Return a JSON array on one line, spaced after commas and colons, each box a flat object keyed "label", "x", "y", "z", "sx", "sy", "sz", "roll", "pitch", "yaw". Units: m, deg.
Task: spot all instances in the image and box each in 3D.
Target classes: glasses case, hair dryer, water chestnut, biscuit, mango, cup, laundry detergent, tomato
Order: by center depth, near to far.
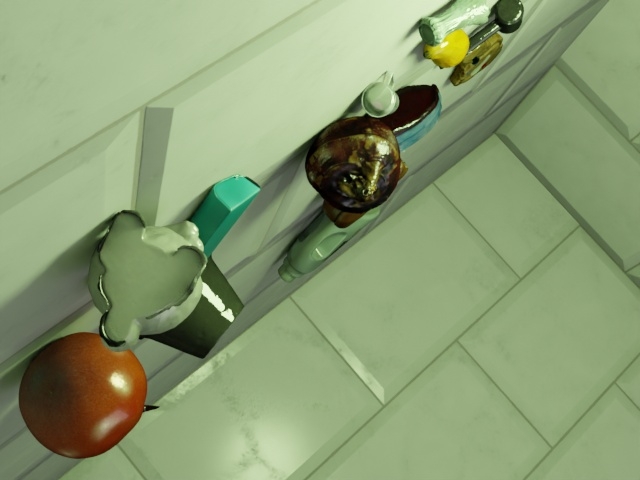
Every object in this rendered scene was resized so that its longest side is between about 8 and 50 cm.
[{"label": "tomato", "x": -0.480, "y": 0.311, "z": 1.719, "sx": 0.256, "sy": 0.256, "sz": 0.224, "roll": -42, "pitch": 156, "yaw": 6}, {"label": "glasses case", "x": -0.241, "y": -0.015, "z": 1.734, "sx": 0.301, "sy": 0.070, "sz": 0.117, "roll": -50, "pitch": 175, "yaw": 38}, {"label": "cup", "x": 0.142, "y": -0.326, "z": 1.887, "sx": 0.116, "sy": 0.074, "sz": 0.104, "roll": -27, "pitch": 136, "yaw": -74}, {"label": "water chestnut", "x": 0.074, "y": -0.159, "z": 1.891, "sx": 0.223, "sy": 0.238, "sz": 0.224, "roll": -7, "pitch": 137, "yaw": -6}, {"label": "mango", "x": 0.286, "y": -0.437, "z": 1.914, "sx": 0.098, "sy": 0.075, "sz": 0.190, "roll": -50, "pitch": 163, "yaw": 22}, {"label": "hair dryer", "x": 0.396, "y": -0.513, "z": 2.122, "sx": 0.248, "sy": 0.070, "sz": 0.114, "roll": -34, "pitch": 175, "yaw": 9}, {"label": "biscuit", "x": 0.434, "y": -0.507, "z": 2.361, "sx": 0.183, "sy": 0.047, "sz": 0.320, "roll": -45, "pitch": 170, "yaw": 9}, {"label": "laundry detergent", "x": 0.000, "y": 0.000, "z": 2.788, "sx": 0.398, "sy": 0.125, "sz": 0.264, "roll": -43, "pitch": 174, "yaw": 25}]

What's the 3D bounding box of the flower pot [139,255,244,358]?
[{"label": "flower pot", "x": -0.286, "y": 0.167, "z": 1.976, "sx": 0.269, "sy": 0.166, "sz": 0.269, "roll": -53, "pitch": 178, "yaw": -2}]

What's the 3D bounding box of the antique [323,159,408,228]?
[{"label": "antique", "x": 0.120, "y": -0.156, "z": 2.449, "sx": 0.278, "sy": 0.129, "sz": 0.223, "roll": -44, "pitch": 172, "yaw": 17}]

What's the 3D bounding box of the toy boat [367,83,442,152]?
[{"label": "toy boat", "x": 0.190, "y": -0.280, "z": 2.091, "sx": 0.309, "sy": 0.129, "sz": 0.142, "roll": -36, "pitch": 157, "yaw": -23}]

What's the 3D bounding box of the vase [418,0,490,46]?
[{"label": "vase", "x": 0.270, "y": -0.453, "z": 1.743, "sx": 0.148, "sy": 0.081, "sz": 0.081, "roll": -35, "pitch": 170, "yaw": -25}]

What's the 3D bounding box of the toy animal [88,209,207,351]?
[{"label": "toy animal", "x": -0.310, "y": 0.075, "z": 1.510, "sx": 0.258, "sy": 0.194, "sz": 0.357, "roll": -50, "pitch": -178, "yaw": -14}]
